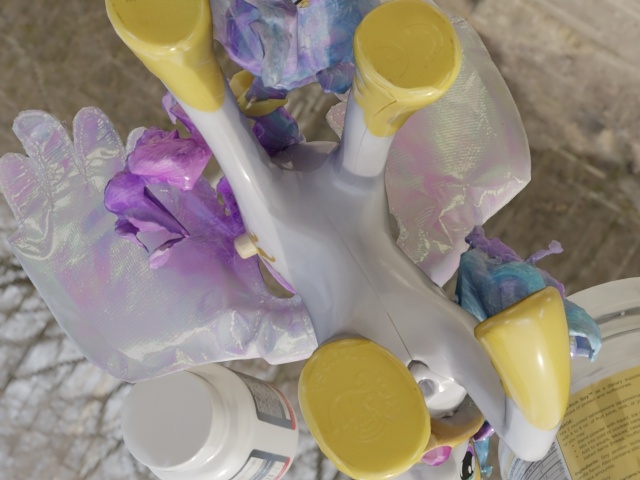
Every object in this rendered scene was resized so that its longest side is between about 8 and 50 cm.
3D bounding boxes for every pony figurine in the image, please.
[{"bbox_3d":[0.000,0.000,0.668,0.351,0.303,0.363,62,174,21],"label":"pony figurine"}]

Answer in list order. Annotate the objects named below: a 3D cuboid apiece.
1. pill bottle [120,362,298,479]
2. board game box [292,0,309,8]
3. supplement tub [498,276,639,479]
[{"bbox_3d":[-0.095,0.158,1.136,0.108,0.108,0.180,33,178,22],"label":"pill bottle"},{"bbox_3d":[-0.014,-0.360,1.695,0.193,0.147,0.045,52,-177,16],"label":"board game box"},{"bbox_3d":[0.277,0.217,1.045,0.241,0.241,0.331,27,-146,-37],"label":"supplement tub"}]
